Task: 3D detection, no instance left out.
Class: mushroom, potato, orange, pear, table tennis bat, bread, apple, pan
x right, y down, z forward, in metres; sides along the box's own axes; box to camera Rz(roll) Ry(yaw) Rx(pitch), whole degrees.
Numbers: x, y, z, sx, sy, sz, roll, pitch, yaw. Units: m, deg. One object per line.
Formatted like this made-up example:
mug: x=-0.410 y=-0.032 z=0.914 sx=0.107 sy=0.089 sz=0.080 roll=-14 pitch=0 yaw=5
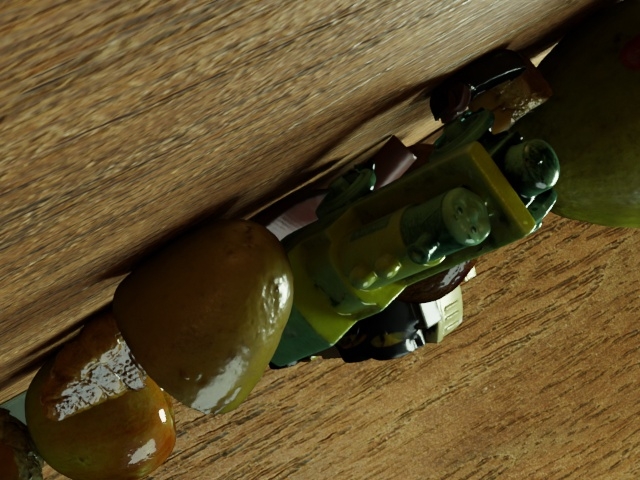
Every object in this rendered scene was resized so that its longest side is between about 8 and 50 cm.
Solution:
mushroom: x=0.107 y=-0.020 z=1.756 sx=0.138 sy=0.194 sz=0.231 roll=17 pitch=136 yaw=-34
potato: x=-0.097 y=0.056 z=1.358 sx=0.158 sy=0.178 sz=0.203 roll=-47 pitch=172 yaw=22
orange: x=-0.425 y=0.288 z=1.713 sx=0.156 sy=0.156 sz=0.134 roll=-28 pitch=165 yaw=-42
pear: x=0.376 y=-0.144 z=1.658 sx=0.375 sy=0.287 sz=0.287 roll=-28 pitch=176 yaw=0
table tennis bat: x=0.000 y=0.000 z=1.650 sx=0.310 sy=0.038 sz=0.200 roll=-48 pitch=139 yaw=8
bread: x=-0.235 y=0.123 z=1.597 sx=0.233 sy=0.076 sz=0.105 roll=-38 pitch=132 yaw=-2
apple: x=-0.277 y=0.215 z=1.716 sx=0.196 sy=0.196 sz=0.196 roll=-32 pitch=176 yaw=-2
pan: x=0.151 y=-0.157 z=1.426 sx=0.115 sy=0.040 sz=0.212 roll=-32 pitch=-178 yaw=25
bread: x=0.214 y=-0.170 z=1.569 sx=0.083 sy=0.070 sz=0.076 roll=-37 pitch=175 yaw=32

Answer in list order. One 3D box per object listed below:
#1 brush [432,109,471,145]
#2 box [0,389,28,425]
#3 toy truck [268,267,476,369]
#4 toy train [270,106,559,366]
brush: x=0.147 y=-0.130 z=1.915 sx=0.193 sy=0.032 sz=0.043 roll=-46 pitch=167 yaw=20
box: x=-0.425 y=0.259 z=1.983 sx=0.122 sy=0.069 sz=0.084 roll=-29 pitch=174 yaw=-36
toy truck: x=0.060 y=0.096 z=2.254 sx=0.254 sy=0.181 sz=0.405 roll=-21 pitch=-173 yaw=-41
toy train: x=0.085 y=-0.005 z=1.442 sx=0.369 sy=0.150 sz=0.237 roll=-27 pitch=-167 yaw=49
